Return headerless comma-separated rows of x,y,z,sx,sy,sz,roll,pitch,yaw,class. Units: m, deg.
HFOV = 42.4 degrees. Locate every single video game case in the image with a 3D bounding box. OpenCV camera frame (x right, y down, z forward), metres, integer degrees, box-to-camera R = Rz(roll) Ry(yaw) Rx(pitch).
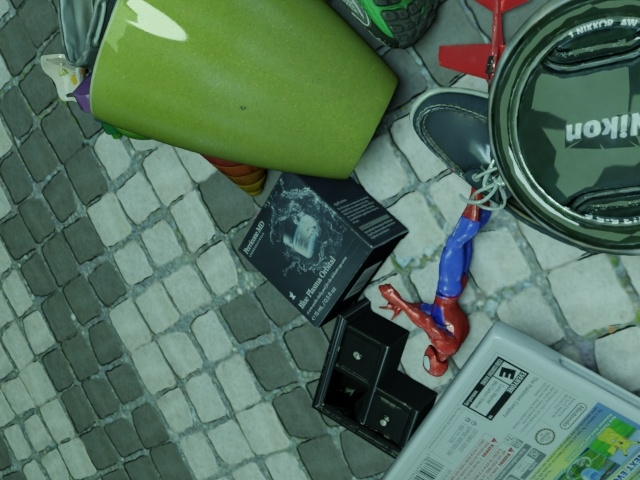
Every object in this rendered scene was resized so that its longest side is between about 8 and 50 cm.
0.257,0.279,0.960,0.300,0.036,0.329,29,126,4,video game case

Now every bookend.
0.086,0.185,1.090,0.157,0.072,0.156,28,119,24,bookend

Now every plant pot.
-0.068,-0.197,0.959,0.294,0.274,0.274,26,122,-3,plant pot

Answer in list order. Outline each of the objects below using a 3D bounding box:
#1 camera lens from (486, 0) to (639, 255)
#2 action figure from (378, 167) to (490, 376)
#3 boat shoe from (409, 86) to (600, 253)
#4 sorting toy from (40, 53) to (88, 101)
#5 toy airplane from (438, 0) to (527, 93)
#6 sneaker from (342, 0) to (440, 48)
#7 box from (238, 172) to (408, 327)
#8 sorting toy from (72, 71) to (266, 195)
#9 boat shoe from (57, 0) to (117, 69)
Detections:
0.288,-0.119,0.720,0.220,0.274,0.219,12,111,31,camera lens
0.126,0.033,1.000,0.139,0.091,0.280,12,111,22,action figure
0.203,-0.067,0.854,0.255,0.079,0.095,33,126,-14,boat shoe
-0.393,-0.250,1.297,0.083,0.045,0.075,22,124,27,sorting toy
0.196,-0.219,0.906,0.151,0.028,0.151,12,112,32,toy airplane
0.010,-0.360,0.944,0.343,0.134,0.146,57,145,6,sneaker
0.000,0.000,1.075,0.158,0.093,0.156,44,125,16,box
-0.204,-0.146,1.182,0.366,0.127,0.126,20,145,31,sorting toy
-0.312,-0.400,1.137,0.121,0.119,0.334,6,107,34,boat shoe
